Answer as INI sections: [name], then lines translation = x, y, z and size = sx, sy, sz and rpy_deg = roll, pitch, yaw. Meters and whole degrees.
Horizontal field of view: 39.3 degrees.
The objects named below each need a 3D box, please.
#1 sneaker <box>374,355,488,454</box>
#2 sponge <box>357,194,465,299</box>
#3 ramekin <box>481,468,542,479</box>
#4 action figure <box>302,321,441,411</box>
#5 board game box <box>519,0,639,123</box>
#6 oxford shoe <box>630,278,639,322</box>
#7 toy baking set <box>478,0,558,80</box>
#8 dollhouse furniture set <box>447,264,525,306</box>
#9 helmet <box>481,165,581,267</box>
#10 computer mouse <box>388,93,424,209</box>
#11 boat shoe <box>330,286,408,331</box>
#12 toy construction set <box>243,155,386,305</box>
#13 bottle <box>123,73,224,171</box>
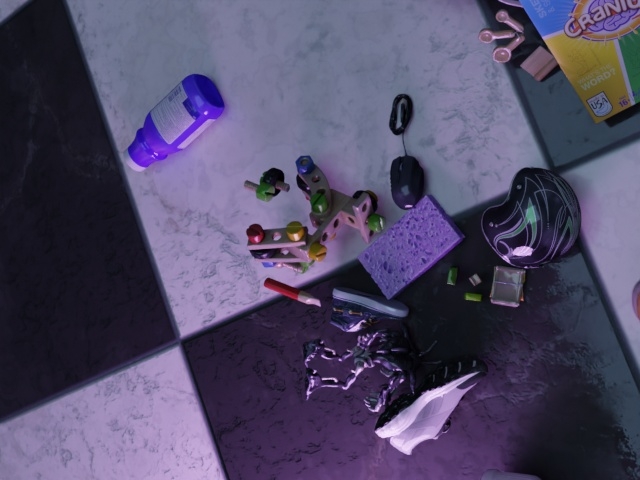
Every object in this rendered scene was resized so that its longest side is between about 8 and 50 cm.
[sneaker]
translation = 0.236, 0.331, 1.810
size = 0.108, 0.100, 0.271
rpy_deg = 45, 112, -6
[sponge]
translation = 0.184, 0.014, 1.847
size = 0.210, 0.031, 0.117
rpy_deg = -43, 71, 25
[ramekin]
translation = 0.369, 0.534, 1.673
size = 0.109, 0.207, 0.207
rpy_deg = -6, 90, 22
[action figure]
translation = 0.102, 0.257, 1.849
size = 0.275, 0.141, 0.164
rpy_deg = -2, 60, -6
[board game box]
translation = 0.500, -0.387, 1.523
size = 0.242, 0.064, 0.316
rpy_deg = -29, 113, 27
[oxford shoe]
translation = 0.727, 0.174, 1.483
size = 0.449, 0.130, 0.169
rpy_deg = 24, 103, 26
[toy baking set]
translation = 0.392, -0.394, 1.611
size = 0.196, 0.030, 0.256
rpy_deg = 13, 139, 4
[dollhouse furniture set]
translation = 0.327, 0.085, 1.773
size = 0.151, 0.058, 0.076
rpy_deg = 8, 89, 11
[helmet]
translation = 0.396, -0.045, 1.646
size = 0.161, 0.169, 0.169
rpy_deg = -44, 70, 41
[computer mouse]
translation = 0.167, -0.182, 1.827
size = 0.071, 0.041, 0.242
rpy_deg = -12, 78, 39
[boat shoe]
translation = 0.102, 0.158, 1.890
size = 0.183, 0.065, 0.083
rpy_deg = 14, 102, 35
[toy construction set]
translation = 0.000, 0.000, 1.856
size = 0.237, 0.257, 0.309
rpy_deg = 21, 125, 23
[bottle]
translation = -0.353, -0.268, 2.114
size = 0.283, 0.092, 0.118
rpy_deg = -38, 73, 27
